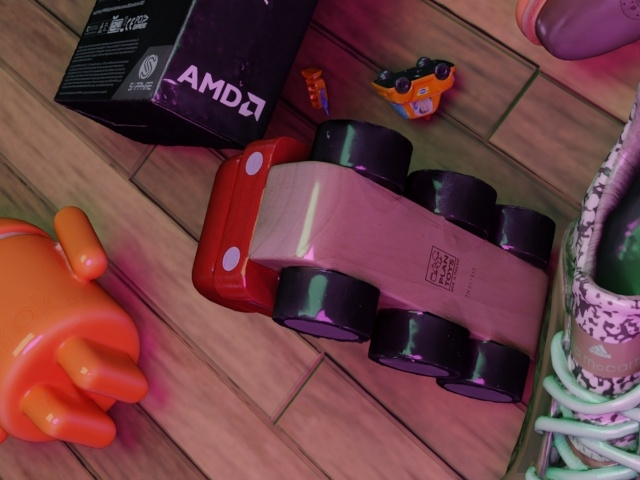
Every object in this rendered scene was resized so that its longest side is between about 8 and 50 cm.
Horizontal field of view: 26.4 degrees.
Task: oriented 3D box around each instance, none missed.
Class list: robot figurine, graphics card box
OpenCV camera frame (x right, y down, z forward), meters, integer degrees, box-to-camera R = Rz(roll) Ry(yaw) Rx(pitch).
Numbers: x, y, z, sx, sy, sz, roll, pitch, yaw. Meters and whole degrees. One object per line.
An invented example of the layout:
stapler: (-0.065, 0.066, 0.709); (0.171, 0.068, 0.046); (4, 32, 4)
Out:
robot figurine: (-0.221, 0.064, 1.031); (0.219, 0.128, 0.158); (39, 134, 35)
graphics card box: (-0.059, -0.251, 1.012); (0.233, 0.094, 0.371); (9, 75, 61)

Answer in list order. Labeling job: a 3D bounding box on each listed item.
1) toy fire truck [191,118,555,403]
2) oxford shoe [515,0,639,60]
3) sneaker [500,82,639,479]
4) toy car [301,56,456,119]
toy fire truck: (0.000, 0.000, 0.878); (0.246, 0.217, 0.158); (-2, 71, 46)
oxford shoe: (0.291, -0.185, 0.810); (0.364, 0.130, 0.132); (-26, 67, 21)
sneaker: (0.161, 0.079, 0.756); (0.158, 0.182, 0.410); (9, 78, 33)
toy car: (0.045, -0.110, 0.997); (0.122, 0.060, 0.040); (13, 124, 50)
